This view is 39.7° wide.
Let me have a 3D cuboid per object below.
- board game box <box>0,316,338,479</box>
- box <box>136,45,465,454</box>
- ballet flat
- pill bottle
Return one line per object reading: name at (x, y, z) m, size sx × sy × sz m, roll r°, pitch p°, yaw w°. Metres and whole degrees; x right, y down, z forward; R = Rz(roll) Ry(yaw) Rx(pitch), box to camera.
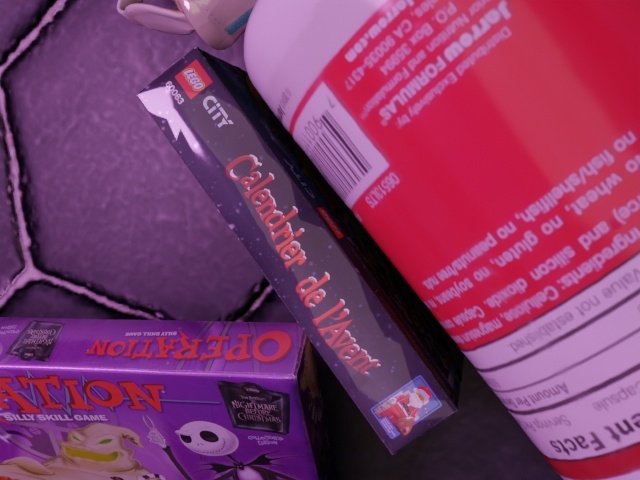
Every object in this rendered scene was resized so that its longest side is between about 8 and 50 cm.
board game box at (-0.165, 0.133, 0.574) m, size 0.346 × 0.056 × 0.208 m, roll 0°, pitch 128°, yaw 12°
box at (0.000, 0.000, 0.532) m, size 0.044 × 0.159 × 0.233 m, roll -36°, pitch 86°, yaw 11°
ballet flat at (-0.109, -0.176, 0.534) m, size 0.248 × 0.086 × 0.086 m, roll 38°, pitch 102°, yaw 42°
pill bottle at (0.165, -0.009, 0.463) m, size 0.229 × 0.229 × 0.408 m, roll -39°, pitch 86°, yaw 11°
